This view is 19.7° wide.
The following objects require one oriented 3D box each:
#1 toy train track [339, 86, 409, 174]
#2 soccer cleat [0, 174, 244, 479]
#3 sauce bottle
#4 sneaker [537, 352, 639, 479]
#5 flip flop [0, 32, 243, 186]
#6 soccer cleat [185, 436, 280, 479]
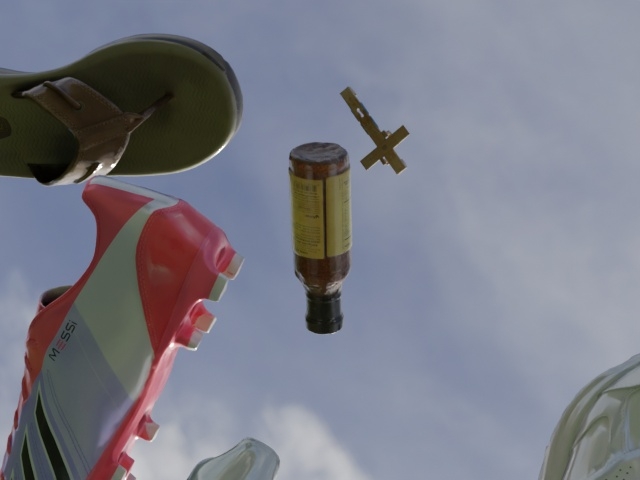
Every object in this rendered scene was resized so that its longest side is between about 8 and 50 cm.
[{"bbox_3d":[0.044,-0.089,1.492,0.048,0.014,0.083,-39,-103,20],"label":"toy train track"},{"bbox_3d":[-0.131,0.082,0.997,0.095,0.083,0.248,30,-72,3],"label":"soccer cleat"},{"bbox_3d":[0.000,0.000,1.204,0.042,0.042,0.128,18,-59,33],"label":"sauce bottle"},{"bbox_3d":[0.144,0.147,0.879,0.090,0.232,0.115,46,-14,-22],"label":"sneaker"},{"bbox_3d":[-0.190,-0.083,1.340,0.277,0.080,0.112,-2,-60,11],"label":"flip flop"},{"bbox_3d":[-0.051,0.144,0.861,0.068,0.076,0.196,36,-20,3],"label":"soccer cleat"}]
